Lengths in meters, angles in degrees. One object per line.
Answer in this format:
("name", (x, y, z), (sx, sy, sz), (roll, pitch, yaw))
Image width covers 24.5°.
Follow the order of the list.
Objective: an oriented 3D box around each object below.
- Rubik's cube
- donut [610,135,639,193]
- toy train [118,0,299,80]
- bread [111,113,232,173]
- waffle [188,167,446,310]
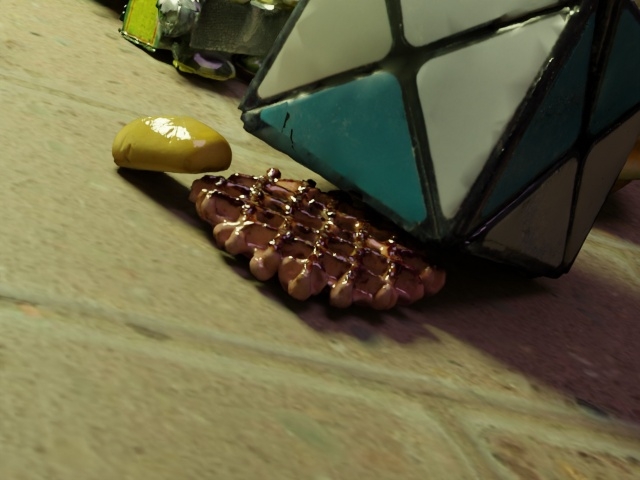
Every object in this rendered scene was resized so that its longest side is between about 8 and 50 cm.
("Rubik's cube", (0.152, -0.157, 1.523), (0.310, 0.307, 0.305), (34, 6, 26))
("donut", (0.272, -0.213, 2.028), (0.449, 0.198, 0.449), (21, 23, -10))
("toy train", (-0.125, -0.280, 1.858), (0.177, 0.134, 0.261), (27, 17, 35))
("bread", (-0.142, -0.093, 1.409), (0.115, 0.056, 0.082), (6, 7, 38))
("waffle", (0.000, 0.000, 1.383), (0.234, 0.055, 0.221), (-2, 32, -44))
